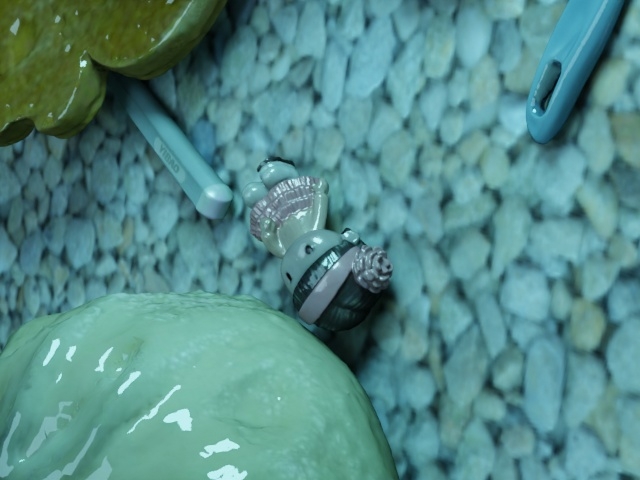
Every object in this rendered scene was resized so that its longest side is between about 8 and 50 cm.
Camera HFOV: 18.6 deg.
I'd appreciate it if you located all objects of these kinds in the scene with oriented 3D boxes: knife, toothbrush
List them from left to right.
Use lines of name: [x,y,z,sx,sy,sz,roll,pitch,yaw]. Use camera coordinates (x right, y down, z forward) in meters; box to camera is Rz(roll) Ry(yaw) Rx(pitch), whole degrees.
toothbrush: [-0.153,-0.125,1.405,0.342,0.030,0.025,49,127,36]
knife: [0.175,-0.195,1.055,0.044,0.019,0.313,42,117,43]

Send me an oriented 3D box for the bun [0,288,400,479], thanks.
bun: [-0.112,0.194,1.194,0.359,0.211,0.360,-8,78,42]

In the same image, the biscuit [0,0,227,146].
biscuit: [-0.157,-0.178,1.371,0.288,0.044,0.202,-44,54,24]

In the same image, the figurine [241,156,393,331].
figurine: [0.000,0.000,1.220,0.072,0.054,0.129,-47,47,19]
